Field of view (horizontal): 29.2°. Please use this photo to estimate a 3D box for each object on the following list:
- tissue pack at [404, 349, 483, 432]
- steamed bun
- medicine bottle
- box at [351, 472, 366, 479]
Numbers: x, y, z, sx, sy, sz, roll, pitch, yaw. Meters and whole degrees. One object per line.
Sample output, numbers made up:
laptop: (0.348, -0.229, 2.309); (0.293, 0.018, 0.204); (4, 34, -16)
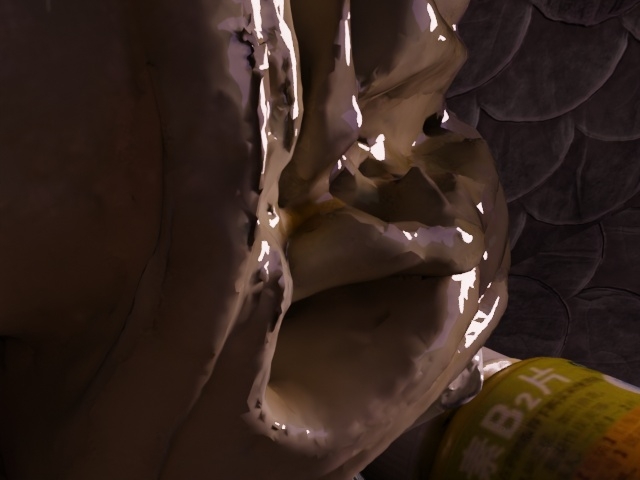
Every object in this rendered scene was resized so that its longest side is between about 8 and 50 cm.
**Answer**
tissue pack: (0.001, -0.001, 1.065); (0.266, 0.194, 0.356); (63, 5, -12)
steamed bun: (-0.051, -0.052, 0.492); (0.339, 0.247, 0.352); (-91, 158, -76)
medicine bottle: (0.204, 0.218, 1.075); (0.384, 0.224, 0.224); (20, -31, 48)
box: (0.027, 0.216, 0.739); (0.345, 0.097, 0.134); (58, 5, -40)
